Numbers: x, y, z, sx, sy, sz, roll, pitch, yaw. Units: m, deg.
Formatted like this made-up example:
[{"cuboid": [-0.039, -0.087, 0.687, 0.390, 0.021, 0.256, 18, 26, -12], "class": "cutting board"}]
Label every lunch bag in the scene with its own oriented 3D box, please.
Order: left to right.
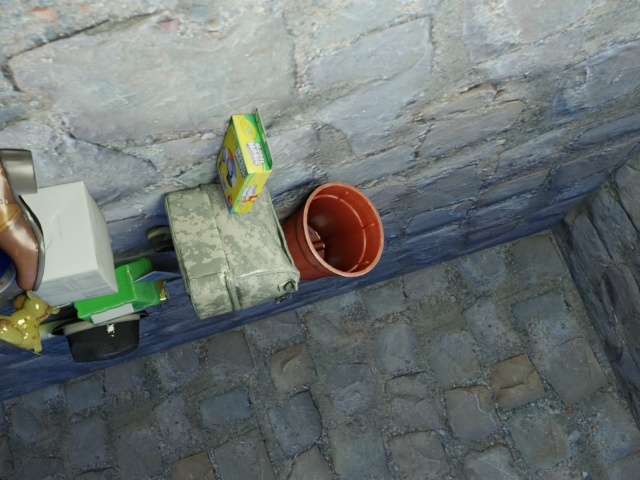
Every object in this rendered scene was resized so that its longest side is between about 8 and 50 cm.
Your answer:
[{"cuboid": [-0.207, 0.015, 1.241, 0.256, 0.305, 0.212, -16, 152, -9], "class": "lunch bag"}]

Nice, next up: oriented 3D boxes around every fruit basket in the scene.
[{"cuboid": [-0.596, 0.169, 1.636, 0.327, 0.165, 0.353, -18, 168, 3], "class": "fruit basket"}]

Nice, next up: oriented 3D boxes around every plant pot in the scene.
[{"cuboid": [0.000, 0.000, 1.538, 0.272, 0.272, 0.265, -6, 168, -35], "class": "plant pot"}]

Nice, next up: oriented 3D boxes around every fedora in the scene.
[{"cuboid": [-0.786, 0.355, 1.881, 0.334, 0.152, 0.334, -14, 169, -3], "class": "fedora"}]

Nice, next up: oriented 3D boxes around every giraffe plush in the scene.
[{"cuboid": [-0.888, 0.229, 1.554, 0.210, 0.170, 0.181, 23, 155, -4], "class": "giraffe plush"}]

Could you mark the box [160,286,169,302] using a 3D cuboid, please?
[{"cuboid": [-0.681, 0.220, 1.900, 0.232, 0.058, 0.087, -8, 164, -27], "class": "box"}]

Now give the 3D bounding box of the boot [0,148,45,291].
[{"cuboid": [-0.617, -0.018, 0.854, 0.280, 0.096, 0.264, -9, 118, -30], "class": "boot"}]

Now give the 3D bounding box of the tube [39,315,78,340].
[{"cuboid": [-0.967, 0.322, 1.969, 0.240, 0.062, 0.070, -15, -154, -24], "class": "tube"}]

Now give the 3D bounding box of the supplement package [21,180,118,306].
[{"cuboid": [-0.540, 0.014, 1.100, 0.149, 0.194, 0.203, -12, 163, -14], "class": "supplement package"}]

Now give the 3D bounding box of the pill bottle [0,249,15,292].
[{"cuboid": [-0.728, 0.021, 1.002, 0.153, 0.153, 0.265, -16, 165, -3], "class": "pill bottle"}]

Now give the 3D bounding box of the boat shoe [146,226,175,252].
[{"cuboid": [-0.386, 0.009, 1.463, 0.080, 0.073, 0.223, -27, 161, 33], "class": "boat shoe"}]

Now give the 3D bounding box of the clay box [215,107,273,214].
[{"cuboid": [-0.157, -0.156, 1.046, 0.053, 0.127, 0.222, -11, 162, -24], "class": "clay box"}]
